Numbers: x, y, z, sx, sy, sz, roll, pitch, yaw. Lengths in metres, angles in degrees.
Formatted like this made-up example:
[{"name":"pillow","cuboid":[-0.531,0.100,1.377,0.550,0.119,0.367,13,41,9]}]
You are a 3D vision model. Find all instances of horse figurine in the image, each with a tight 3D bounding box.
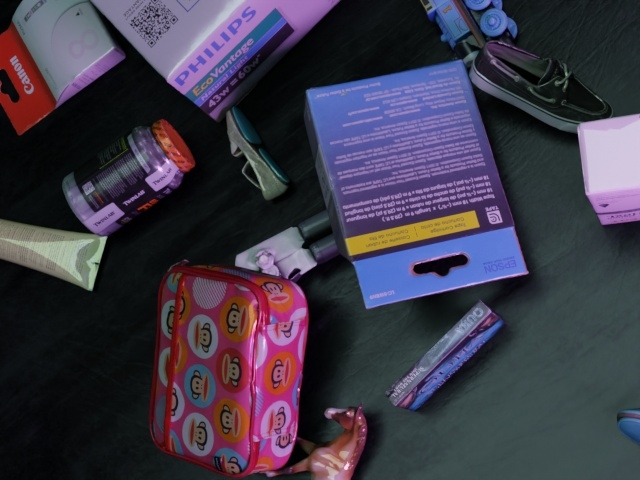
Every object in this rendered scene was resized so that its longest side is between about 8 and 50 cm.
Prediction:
[{"name":"horse figurine","cuboid":[-0.008,0.370,1.808,0.175,0.066,0.263,-6,76,22]}]

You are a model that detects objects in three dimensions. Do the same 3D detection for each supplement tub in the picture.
[{"name":"supplement tub","cuboid":[-0.299,-0.101,1.971,0.190,0.117,0.117,-34,71,9]}]

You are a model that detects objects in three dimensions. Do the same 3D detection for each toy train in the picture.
[{"name":"toy train","cuboid":[0.218,-0.341,1.880,0.105,0.080,0.184,-33,73,18]}]

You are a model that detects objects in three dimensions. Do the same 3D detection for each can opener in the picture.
[{"name":"can opener","cuboid":[0.000,0.000,1.879,0.280,0.093,0.074,-29,73,1]}]

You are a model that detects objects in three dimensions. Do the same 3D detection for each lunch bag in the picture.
[{"name":"lunch bag","cuboid":[-0.149,0.179,1.824,0.258,0.120,0.293,11,99,41]}]

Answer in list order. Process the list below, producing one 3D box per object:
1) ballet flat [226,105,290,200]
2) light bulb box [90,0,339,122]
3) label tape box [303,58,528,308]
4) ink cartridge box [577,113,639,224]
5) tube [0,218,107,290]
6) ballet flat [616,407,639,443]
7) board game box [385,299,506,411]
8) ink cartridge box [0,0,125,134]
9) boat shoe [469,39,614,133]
[{"name":"ballet flat","cuboid":[-0.111,-0.134,1.952,0.052,0.057,0.168,-40,69,17]},{"name":"light bulb box","cuboid":[-0.182,-0.446,1.947,0.358,0.225,0.361,-44,70,4]},{"name":"label tape box","cuboid":[0.128,-0.071,1.793,0.241,0.106,0.333,-12,74,-8]},{"name":"ink cartridge box","cuboid":[0.443,-0.096,1.670,0.172,0.237,0.100,-8,79,16]},{"name":"tube","cuboid":[-0.465,0.012,2.036,0.240,0.062,0.070,12,126,15]},{"name":"ballet flat","cuboid":[0.520,0.262,1.663,0.247,0.083,0.087,23,62,20]},{"name":"board game box","cuboid":[0.177,0.165,1.758,0.186,0.126,0.026,-45,70,5]},{"name":"ink cartridge box","cuboid":[-0.464,-0.318,2.103,0.232,0.066,0.189,-33,71,4]},{"name":"boat shoe","cuboid":[0.322,-0.219,1.783,0.219,0.070,0.077,21,55,-4]}]
